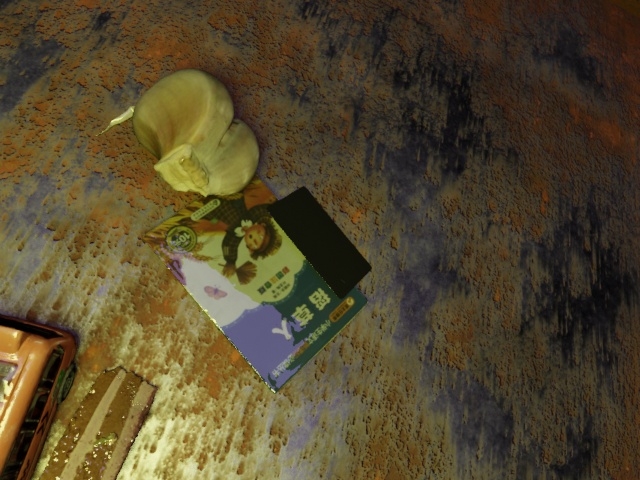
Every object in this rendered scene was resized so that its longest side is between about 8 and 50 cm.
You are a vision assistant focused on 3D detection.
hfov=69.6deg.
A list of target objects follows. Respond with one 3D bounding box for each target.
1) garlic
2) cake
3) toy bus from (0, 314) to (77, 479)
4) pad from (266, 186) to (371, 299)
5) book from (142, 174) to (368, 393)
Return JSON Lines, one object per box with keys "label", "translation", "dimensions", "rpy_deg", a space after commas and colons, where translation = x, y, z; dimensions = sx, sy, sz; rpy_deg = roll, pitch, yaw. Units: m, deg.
{"label": "garlic", "translation": [-0.276, -0.224, 1.003], "dimensions": [0.340, 0.231, 0.246], "rpy_deg": [29, 80, 38]}
{"label": "cake", "translation": [-0.398, 0.371, 0.803], "dimensions": [0.116, 0.113, 0.295], "rpy_deg": [27, 52, -10]}
{"label": "toy bus", "translation": [-0.541, 0.317, 0.680], "dimensions": [0.203, 0.233, 0.427], "rpy_deg": [16, 67, -12]}
{"label": "pad", "translation": [0.000, 0.000, 1.071], "dimensions": [0.265, 0.009, 0.159], "rpy_deg": [50, 41, 2]}
{"label": "book", "translation": [-0.132, 0.071, 1.012], "dimensions": [0.300, 0.039, 0.428], "rpy_deg": [-40, 87, -28]}
